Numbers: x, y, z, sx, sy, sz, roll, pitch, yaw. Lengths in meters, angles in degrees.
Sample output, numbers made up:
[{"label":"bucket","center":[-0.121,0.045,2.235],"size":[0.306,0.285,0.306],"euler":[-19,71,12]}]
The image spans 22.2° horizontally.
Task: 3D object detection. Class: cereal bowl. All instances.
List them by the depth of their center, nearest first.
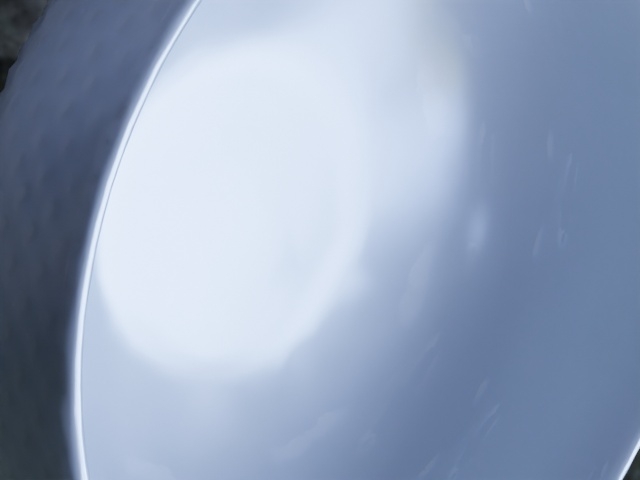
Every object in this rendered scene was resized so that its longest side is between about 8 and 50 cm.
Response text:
[{"label":"cereal bowl","center":[0.000,0.000,0.628],"size":[0.339,0.141,0.339],"euler":[-17,115,-41]}]
